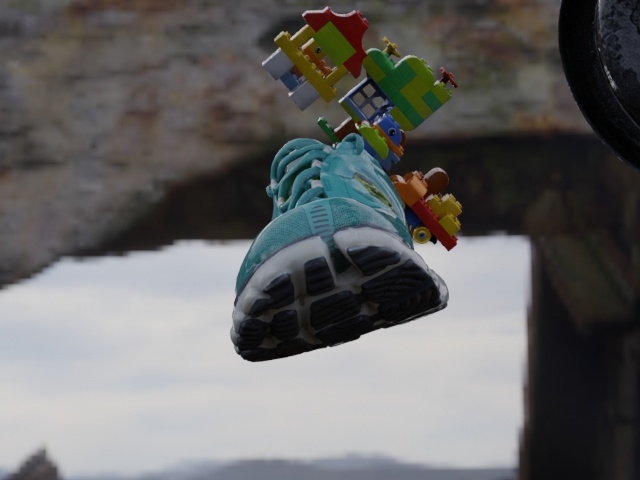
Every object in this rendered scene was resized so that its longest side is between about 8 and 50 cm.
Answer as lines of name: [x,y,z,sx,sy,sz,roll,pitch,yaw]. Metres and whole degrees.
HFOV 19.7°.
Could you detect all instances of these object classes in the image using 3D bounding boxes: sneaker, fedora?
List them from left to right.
sneaker: [0.000,0.000,0.959,0.107,0.110,0.275,-19,-3,4]
fedora: [0.395,-0.203,1.975,0.334,0.334,0.152,-4,6,23]

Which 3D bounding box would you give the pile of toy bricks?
pile of toy bricks: [0.057,-0.103,1.441,0.105,0.212,0.118,-40,12,6]
